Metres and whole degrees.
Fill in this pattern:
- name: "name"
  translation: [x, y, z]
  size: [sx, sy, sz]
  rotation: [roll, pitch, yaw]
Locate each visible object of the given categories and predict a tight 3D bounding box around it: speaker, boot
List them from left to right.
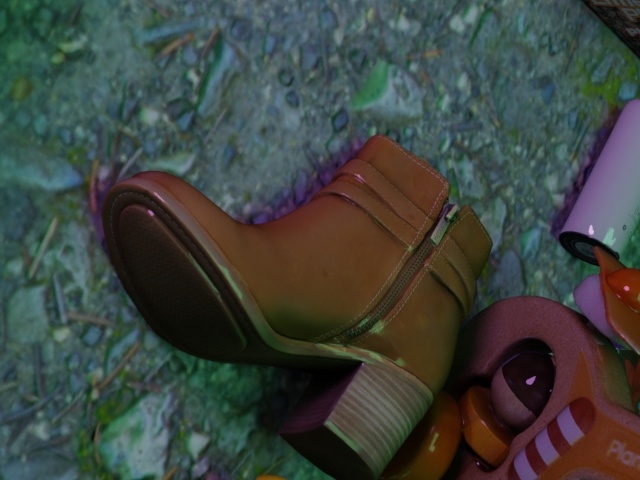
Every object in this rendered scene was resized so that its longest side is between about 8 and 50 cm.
- name: "boot"
  translation: [0.000, 0.000, 1.084]
  size: [0.283, 0.109, 0.220]
  rotation: [44, 57, -20]
- name: "speaker"
  translation: [0.249, -0.048, 1.320]
  size: [0.055, 0.055, 0.136]
  rotation: [42, 68, -36]

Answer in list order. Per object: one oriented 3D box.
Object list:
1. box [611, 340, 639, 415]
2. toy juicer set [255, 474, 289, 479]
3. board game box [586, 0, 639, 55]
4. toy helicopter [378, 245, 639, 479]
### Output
- name: "box"
  translation: [0.287, 0.230, 1.382]
  size: [0.201, 0.057, 0.293]
  rotation: [1, 95, -41]
- name: "toy juicer set"
  translation: [-0.023, 0.258, 1.095]
  size: [0.329, 0.089, 0.209]
  rotation: [3, 95, -31]
- name: "board game box"
  translation: [0.359, -0.251, 1.335]
  size: [0.291, 0.141, 0.232]
  rotation: [35, 72, -38]
- name: "toy helicopter"
  translation: [0.198, 0.123, 1.097]
  size: [0.140, 0.355, 0.235]
  rotation: [32, 85, -31]
